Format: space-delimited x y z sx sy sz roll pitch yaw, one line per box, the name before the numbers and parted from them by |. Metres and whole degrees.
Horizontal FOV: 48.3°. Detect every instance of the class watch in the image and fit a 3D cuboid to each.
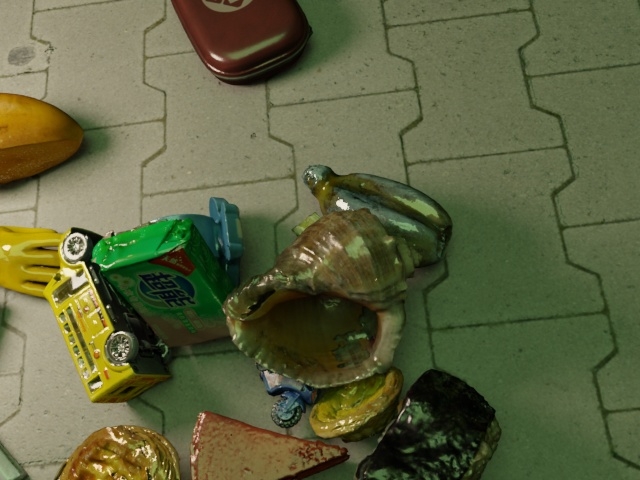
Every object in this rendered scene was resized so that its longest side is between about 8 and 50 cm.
watch | -0.255 0.011 1.381 0.193 0.211 0.211 -6 66 -16

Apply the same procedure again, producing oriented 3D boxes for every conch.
conch | 0.016 0.102 1.276 0.352 0.210 0.297 -14 96 13

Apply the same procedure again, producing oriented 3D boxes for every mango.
mango | -0.689 -0.220 1.529 0.350 0.201 0.199 -11 96 -7

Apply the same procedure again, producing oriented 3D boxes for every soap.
soap | -0.250 0.078 1.269 0.218 0.273 0.098 -17 47 8

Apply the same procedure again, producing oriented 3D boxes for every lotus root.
lotus root | 0.102 -0.048 1.398 0.322 0.140 0.158 26 56 21

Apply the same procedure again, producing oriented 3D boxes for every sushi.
sushi | 0.166 0.385 1.173 0.171 0.211 0.350 29 64 22

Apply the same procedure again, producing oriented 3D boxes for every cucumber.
cucumber | 0.000 0.000 1.443 0.067 0.035 0.107 -39 74 -22

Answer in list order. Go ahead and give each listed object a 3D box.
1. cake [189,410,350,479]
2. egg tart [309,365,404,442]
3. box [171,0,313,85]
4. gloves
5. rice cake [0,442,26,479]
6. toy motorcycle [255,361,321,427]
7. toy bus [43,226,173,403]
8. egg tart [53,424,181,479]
cake | -0.094 0.354 1.241 0.262 0.158 0.160 -19 68 -5
egg tart | 0.073 0.293 1.261 0.191 0.191 0.074 -35 103 -9
box | -0.197 -0.542 1.650 0.263 0.108 0.404 -26 67 -6
gloves | -0.625 0.040 1.471 0.294 0.116 0.133 7 96 -1
rice cake | -0.649 0.390 1.344 0.222 0.042 0.080 42 76 19
toy motorcycle | -0.058 0.242 1.327 0.114 0.076 0.205 -16 61 -6
toy bus | -0.418 0.139 1.366 0.152 0.144 0.330 -35 69 11
egg tart | -0.341 0.470 1.242 0.297 0.132 0.297 -6 72 19
